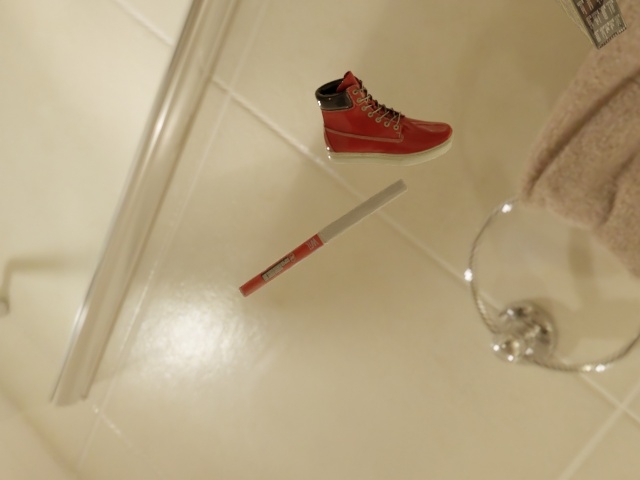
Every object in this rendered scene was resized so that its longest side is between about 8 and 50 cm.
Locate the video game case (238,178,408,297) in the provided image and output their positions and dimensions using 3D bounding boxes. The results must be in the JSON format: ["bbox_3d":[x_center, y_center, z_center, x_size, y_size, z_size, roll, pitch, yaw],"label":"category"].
[{"bbox_3d":[0.000,0.000,1.513,0.204,0.285,0.025,-33,-91,-37],"label":"video game case"}]

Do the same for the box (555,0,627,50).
[{"bbox_3d":[0.348,-0.429,1.360,0.270,0.060,0.216,29,-153,-56],"label":"box"}]

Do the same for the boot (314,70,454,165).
[{"bbox_3d":[0.116,-0.229,1.652,0.244,0.176,0.088,-1,-139,14],"label":"boot"}]
